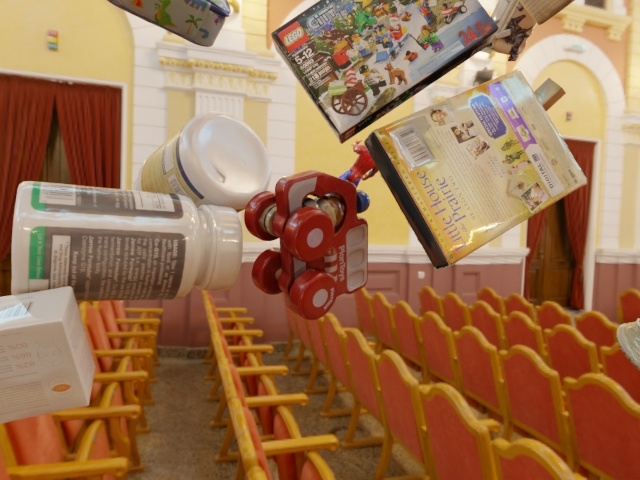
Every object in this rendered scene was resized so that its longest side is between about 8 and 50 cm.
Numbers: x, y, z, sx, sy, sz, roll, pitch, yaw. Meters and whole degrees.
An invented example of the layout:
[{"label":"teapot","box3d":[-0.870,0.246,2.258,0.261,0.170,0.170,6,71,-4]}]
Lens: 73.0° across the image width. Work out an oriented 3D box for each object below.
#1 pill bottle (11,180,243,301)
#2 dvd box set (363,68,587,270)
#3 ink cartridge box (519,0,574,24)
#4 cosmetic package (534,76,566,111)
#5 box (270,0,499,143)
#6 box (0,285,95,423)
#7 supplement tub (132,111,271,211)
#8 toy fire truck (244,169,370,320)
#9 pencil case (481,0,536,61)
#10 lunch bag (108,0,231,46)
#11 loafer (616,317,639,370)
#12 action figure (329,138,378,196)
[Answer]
[{"label":"pill bottle","box3d":[-0.342,0.009,0.796,0.361,0.204,0.204,3,2,-31]},{"label":"dvd box set","box3d":[0.339,-0.164,0.921,0.420,0.307,0.062,-28,-5,-20]},{"label":"ink cartridge box","box3d":[0.379,-0.408,0.542,0.235,0.088,0.193,-39,3,16]},{"label":"cosmetic package","box3d":[0.648,-0.411,1.270,0.041,0.115,0.060,14,37,-44]},{"label":"box","box3d":[0.078,-0.255,0.550,0.233,0.159,0.044,-34,-5,0]},{"label":"box","box3d":[-0.431,0.171,0.651,0.130,0.170,0.091,-7,29,-17]},{"label":"supplement tub","box3d":[-0.297,-0.146,1.048,0.316,0.228,0.228,-19,-12,42]},{"label":"toy fire truck","box3d":[0.000,0.000,0.890,0.254,0.302,0.169,-22,30,-36]},{"label":"pencil case","box3d":[0.637,-0.778,1.328,0.160,0.410,0.183,29,47,13]},{"label":"lunch bag","box3d":[-0.264,-0.421,0.694,0.219,0.176,0.090,13,-49,-41]},{"label":"loafer","box3d":[0.502,0.183,0.564,0.102,0.092,0.268,34,20,-13]},{"label":"action figure","box3d":[0.076,-0.166,1.155,0.091,0.280,0.139,38,15,-11]}]
